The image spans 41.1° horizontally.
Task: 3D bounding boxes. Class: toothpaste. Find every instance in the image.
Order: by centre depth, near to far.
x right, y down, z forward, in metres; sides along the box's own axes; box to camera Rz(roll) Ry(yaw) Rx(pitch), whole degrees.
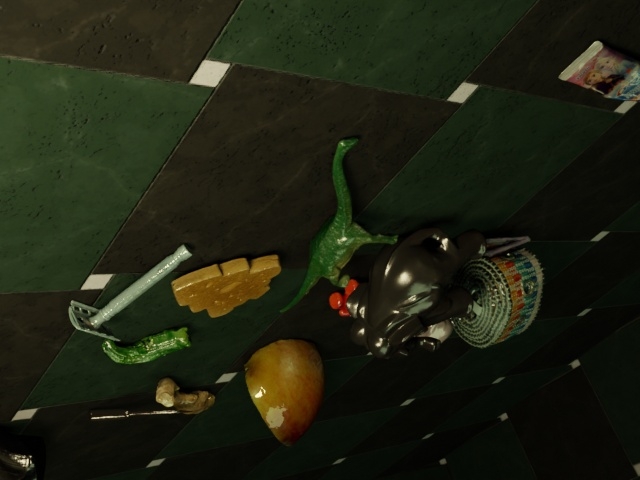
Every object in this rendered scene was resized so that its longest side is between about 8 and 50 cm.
[{"bbox_3d":[0.556,-0.306,1.595,0.266,0.061,0.096,7,140,-40],"label":"toothpaste"}]

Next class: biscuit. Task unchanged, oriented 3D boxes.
[{"bbox_3d":[-0.191,0.083,1.629,0.212,0.041,0.238,-36,153,32],"label":"biscuit"}]

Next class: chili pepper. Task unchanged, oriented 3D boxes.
[{"bbox_3d":[-0.349,0.211,1.708,0.182,0.050,0.073,-9,156,-27],"label":"chili pepper"}]

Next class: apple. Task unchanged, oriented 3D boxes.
[{"bbox_3d":[-0.078,0.373,2.141,0.254,0.179,0.346,-63,157,-12],"label":"apple"}]

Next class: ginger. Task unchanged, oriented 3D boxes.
[{"bbox_3d":[-0.317,0.371,2.009,0.089,0.075,0.288,-16,159,7],"label":"ginger"}]

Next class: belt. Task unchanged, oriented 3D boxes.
[{"bbox_3d":[0.421,0.134,2.097,0.160,0.207,0.295,-15,150,-27],"label":"belt"}]

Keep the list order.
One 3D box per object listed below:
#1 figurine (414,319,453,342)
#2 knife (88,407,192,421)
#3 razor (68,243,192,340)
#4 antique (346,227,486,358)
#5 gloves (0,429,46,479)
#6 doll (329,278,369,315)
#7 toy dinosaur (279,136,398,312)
[{"bbox_3d":[0.263,0.230,2.250,0.228,0.112,0.137,-5,153,-19],"label":"figurine"},{"bbox_3d":[-0.406,0.391,1.933,0.230,0.028,0.060,-2,166,-3],"label":"knife"},{"bbox_3d":[-0.320,0.083,1.501,0.232,0.068,0.106,-37,154,7],"label":"razor"},{"bbox_3d":[0.198,0.114,1.850,0.255,0.185,0.322,-13,124,-43],"label":"antique"},{"bbox_3d":[-0.715,0.475,1.745,0.300,0.152,0.197,-8,128,-21],"label":"gloves"},{"bbox_3d":[0.132,0.137,1.989,0.245,0.076,0.142,9,138,-45],"label":"doll"},{"bbox_3d":[0.000,0.000,1.600,0.447,0.087,0.300,-47,149,23],"label":"toy dinosaur"}]
